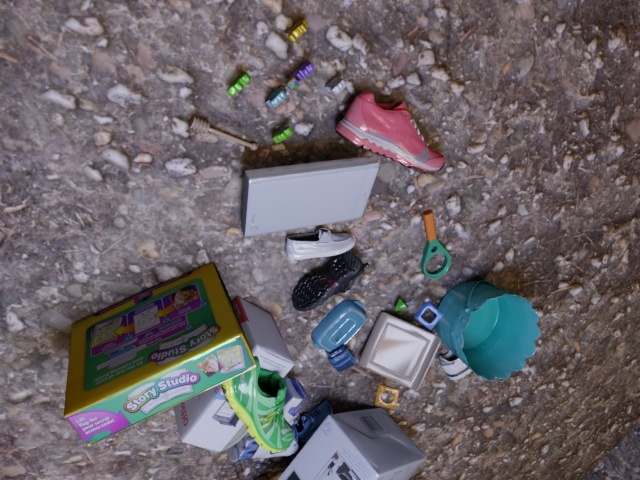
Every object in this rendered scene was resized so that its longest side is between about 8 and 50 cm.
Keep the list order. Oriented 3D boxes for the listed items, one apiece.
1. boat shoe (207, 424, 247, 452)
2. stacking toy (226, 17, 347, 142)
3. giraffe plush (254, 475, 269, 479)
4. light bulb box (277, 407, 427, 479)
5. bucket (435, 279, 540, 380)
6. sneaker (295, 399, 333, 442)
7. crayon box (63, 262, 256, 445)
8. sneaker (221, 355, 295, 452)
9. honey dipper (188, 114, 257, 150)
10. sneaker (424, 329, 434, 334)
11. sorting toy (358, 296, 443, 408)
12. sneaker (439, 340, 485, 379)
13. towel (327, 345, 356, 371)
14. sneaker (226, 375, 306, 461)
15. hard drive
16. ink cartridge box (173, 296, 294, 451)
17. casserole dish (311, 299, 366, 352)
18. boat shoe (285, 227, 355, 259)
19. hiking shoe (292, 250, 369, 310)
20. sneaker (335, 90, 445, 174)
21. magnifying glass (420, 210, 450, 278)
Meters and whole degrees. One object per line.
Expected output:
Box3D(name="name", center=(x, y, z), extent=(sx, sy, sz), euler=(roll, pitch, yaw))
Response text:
Box3D(name="boat shoe", center=(-0.209, 0.433, 1.465), extent=(0.127, 0.113, 0.340), euler=(30, 95, 11))
Box3D(name="stacking toy", center=(-0.070, -0.339, 1.143), extent=(0.221, 0.052, 0.167), euler=(-41, 123, 4))
Box3D(name="giraffe plush", center=(-0.239, 0.853, 1.667), extent=(0.171, 0.181, 0.210), euler=(-4, 153, -10))
Box3D(name="light bulb box", center=(0.080, 0.732, 1.612), extent=(0.361, 0.225, 0.358), euler=(-54, 146, 10))
Box3D(name="bucket", center=(0.498, 0.260, 1.597), extent=(0.281, 0.183, 0.281), euler=(-5, 106, -18))
Box3D(name="sneaker", center=(-0.026, 0.559, 1.637), extent=(0.073, 0.063, 0.162), euler=(37, 98, -30))
Box3D(name="crayon box", center=(-0.358, 0.230, 1.164), extent=(0.363, 0.313, 0.106), euler=(-24, 123, -9))
Box3D(name="sneaker", center=(-0.119, 0.377, 1.197), extent=(0.124, 0.109, 0.295), euler=(-29, 125, -2))
Box3D(name="honey dipper", center=(-0.208, -0.229, 1.152), extent=(0.161, 0.030, 0.030), euler=(19, 108, -32))
Box3D(name="sneaker", center=(0.274, 0.346, 1.648), extent=(0.188, 0.066, 0.071), euler=(-22, 139, -3))
Box3D(name="sorting toy", center=(0.236, 0.330, 1.575), extent=(0.196, 0.047, 0.347), euler=(24, 97, 8))
Box3D(name="sneaker", center=(0.505, 0.364, 1.749), extent=(0.235, 0.090, 0.094), euler=(-34, 109, -7))
Box3D(name="towel", center=(0.064, 0.354, 1.558), extent=(0.067, 0.029, 0.119), euler=(-32, 148, -2))
Box3D(name="sneaker", center=(-0.124, 0.537, 1.557), extent=(0.182, 0.127, 0.315), euler=(24, 112, -35))
Box3D(name="hard drive", center=(-0.029, -0.103, 1.245), extent=(0.308, 0.040, 0.203), euler=(-10, 146, -19))
Box3D(name="ink cartridge box", center=(-0.231, 0.332, 1.328), extent=(0.131, 0.226, 0.306), euler=(32, 102, -33))
Box3D(name="casserole dish", center=(0.058, 0.254, 1.524), extent=(0.188, 0.037, 0.114), euler=(-47, 124, 7))
Box3D(name="boat shoe", center=(0.000, 0.000, 1.350), extent=(0.184, 0.066, 0.063), euler=(-6, 120, -9))
Box3D(name="hiking shoe", center=(0.030, 0.124, 1.407), extent=(0.227, 0.086, 0.114), euler=(-36, 147, 17))
Box3D(name="sneaker", center=(0.194, -0.256, 1.258), extent=(0.314, 0.116, 0.136), euler=(16, 108, -29))
Box3D(name="magnifying glass", center=(0.324, 0.016, 1.515), extent=(0.092, 0.026, 0.231), euler=(-24, 123, -10))
